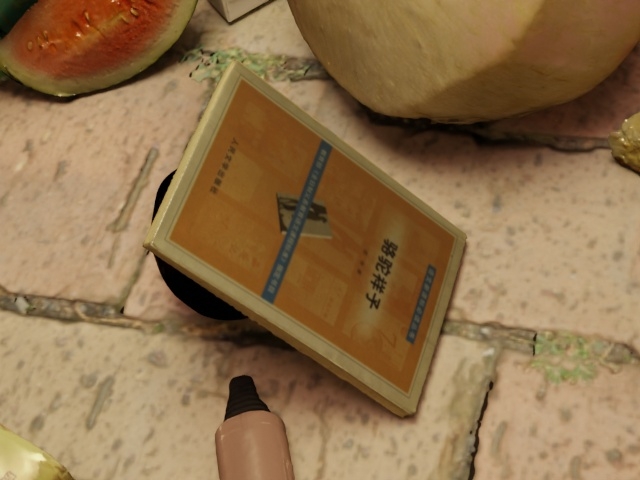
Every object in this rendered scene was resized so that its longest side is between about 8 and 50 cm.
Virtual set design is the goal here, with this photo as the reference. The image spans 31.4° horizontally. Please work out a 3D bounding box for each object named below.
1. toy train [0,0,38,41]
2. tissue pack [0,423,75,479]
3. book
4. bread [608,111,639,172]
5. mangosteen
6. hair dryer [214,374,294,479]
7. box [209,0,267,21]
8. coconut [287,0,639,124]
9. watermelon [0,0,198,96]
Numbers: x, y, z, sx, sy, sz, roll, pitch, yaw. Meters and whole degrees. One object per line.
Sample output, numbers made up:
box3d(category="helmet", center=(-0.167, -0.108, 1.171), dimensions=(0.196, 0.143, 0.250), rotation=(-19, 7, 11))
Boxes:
box3d(category="toy train", center=(-0.315, -0.235, 1.030), dimensions=(0.163, 0.203, 0.112), rotation=(-36, 88, -1))
box3d(category="tissue pack", center=(-0.287, 0.220, 0.763), dimensions=(0.159, 0.125, 0.234), rotation=(27, 64, 24))
box3d(category="book", center=(0.001, 0.000, 0.832), dimensions=(0.018, 0.242, 0.170), rotation=(-24, 39, 51))
box3d(category="bread", center=(0.325, -0.061, 0.904), dimensions=(0.154, 0.054, 0.136), rotation=(-19, 59, -1))
box3d(category="mangosteen", center=(-0.055, -0.003, 0.886), dimensions=(0.151, 0.137, 0.137), rotation=(-2, 51, -26))
box3d(category="hair dryer", center=(-0.045, 0.234, 0.751), dimensions=(0.189, 0.107, 0.344), rotation=(-15, 46, 1))
box3d(category="box", center=(-0.083, -0.365, 1.136), dimensions=(0.194, 0.111, 0.260), rotation=(-32, 60, -13))
box3d(category="coconut", center=(0.118, -0.266, 0.925), dimensions=(0.353, 0.352, 0.352), rotation=(-4, 56, 6))
box3d(category="watermelon", center=(-0.191, -0.211, 1.031), dimensions=(0.245, 0.119, 0.063), rotation=(-34, 51, 17))
